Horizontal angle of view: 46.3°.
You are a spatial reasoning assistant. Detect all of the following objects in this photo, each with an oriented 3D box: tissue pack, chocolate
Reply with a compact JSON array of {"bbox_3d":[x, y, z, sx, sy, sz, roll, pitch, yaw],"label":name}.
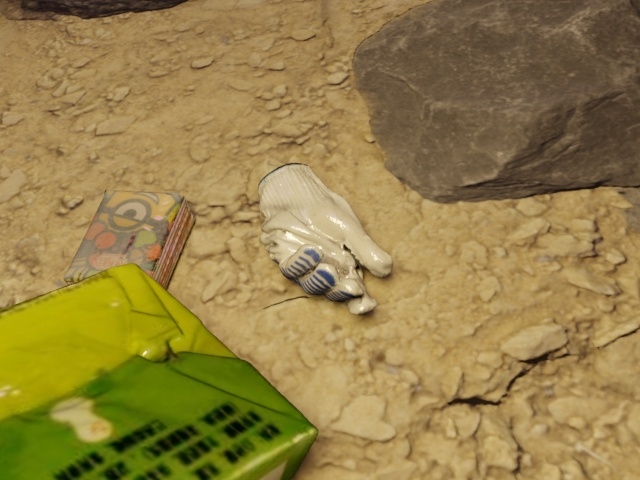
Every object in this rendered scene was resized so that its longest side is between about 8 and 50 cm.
[{"bbox_3d":[-0.229,0.007,0.909,0.108,0.060,0.148,3,49,13],"label":"tissue pack"},{"bbox_3d":[-0.208,0.181,0.653,0.300,0.137,0.288,-22,46,-41],"label":"chocolate"}]

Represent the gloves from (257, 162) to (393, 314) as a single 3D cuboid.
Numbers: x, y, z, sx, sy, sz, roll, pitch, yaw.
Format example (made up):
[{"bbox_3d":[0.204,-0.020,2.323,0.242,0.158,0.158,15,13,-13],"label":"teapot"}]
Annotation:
[{"bbox_3d":[0.000,0.001,0.854,0.119,0.097,0.229,-25,46,-7],"label":"gloves"}]
